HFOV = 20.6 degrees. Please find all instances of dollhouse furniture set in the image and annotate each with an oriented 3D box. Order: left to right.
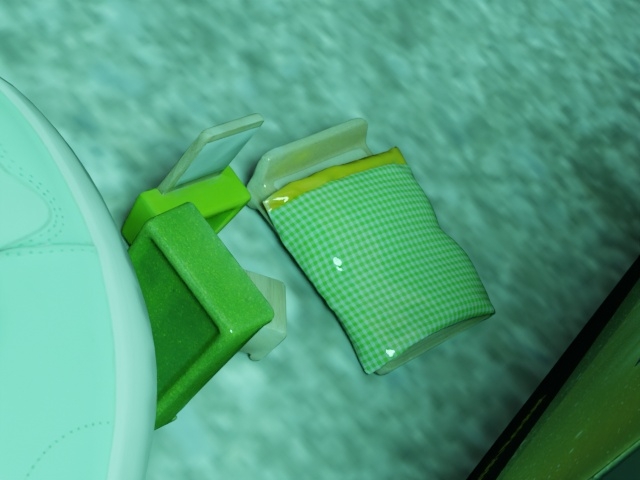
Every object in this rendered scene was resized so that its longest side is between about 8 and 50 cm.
[{"bbox_3d":[0.000,0.000,0.498,0.151,0.058,0.076,-23,71,-45],"label":"dollhouse furniture set"}]

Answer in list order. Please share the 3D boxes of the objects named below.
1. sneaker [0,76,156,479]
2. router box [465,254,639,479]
[{"bbox_3d":[-0.102,0.034,0.320,0.151,0.094,0.256,55,23,-50],"label":"sneaker"},{"bbox_3d":[0.147,0.011,0.461,0.081,0.243,0.309,44,41,3],"label":"router box"}]
